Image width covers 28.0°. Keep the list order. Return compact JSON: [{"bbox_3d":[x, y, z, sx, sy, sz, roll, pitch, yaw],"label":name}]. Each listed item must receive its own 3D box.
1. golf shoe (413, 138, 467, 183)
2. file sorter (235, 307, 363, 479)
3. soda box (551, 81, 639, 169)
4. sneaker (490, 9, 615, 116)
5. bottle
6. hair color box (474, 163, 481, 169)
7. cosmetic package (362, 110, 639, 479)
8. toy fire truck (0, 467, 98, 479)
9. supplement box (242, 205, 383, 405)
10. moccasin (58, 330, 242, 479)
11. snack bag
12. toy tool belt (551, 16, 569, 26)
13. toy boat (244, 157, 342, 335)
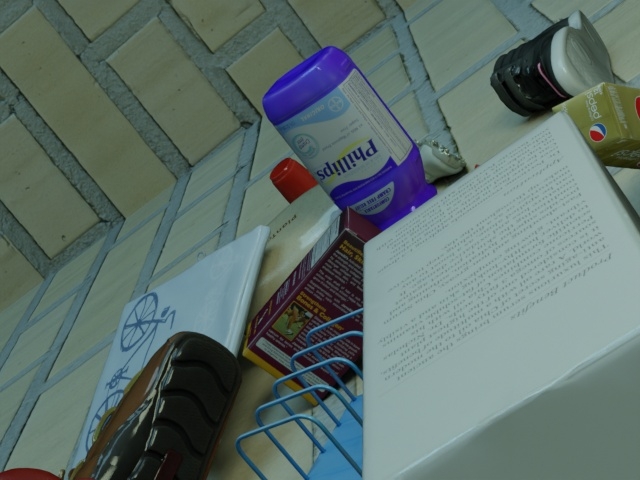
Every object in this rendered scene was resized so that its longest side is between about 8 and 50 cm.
[{"bbox_3d":[0.144,-0.093,1.778,0.086,0.069,0.176,-61,14,-5],"label":"golf shoe"},{"bbox_3d":[0.016,0.159,1.207,0.118,0.104,0.170,-25,19,40],"label":"file sorter"},{"bbox_3d":[0.300,-0.106,1.228,0.061,0.058,0.181,-27,-19,39],"label":"soda box"},{"bbox_3d":[0.293,-0.207,1.664,0.147,0.104,0.296,-34,9,22],"label":"sneaker"},{"bbox_3d":[0.056,-0.086,1.492,0.118,0.283,0.092,-28,18,32],"label":"bottle"},{"bbox_3d":[0.214,-0.046,1.397,0.141,0.072,0.043,-122,44,-76],"label":"hair color box"},{"bbox_3d":[0.167,0.077,0.977,0.230,0.161,0.453,-34,15,14],"label":"cosmetic package"},{"bbox_3d":[-0.209,0.342,1.030,0.302,0.254,0.169,-50,-25,-40],"label":"toy fire truck"},{"bbox_3d":[0.012,0.071,1.395,0.188,0.104,0.081,-50,12,17],"label":"supplement box"},{"bbox_3d":[-0.207,0.265,1.308,0.147,0.139,0.380,-37,29,51],"label":"moccasin"},{"bbox_3d":[-0.186,0.155,1.595,0.342,0.037,0.323,-30,36,43],"label":"snack bag"},{"bbox_3d":[0.365,-0.312,1.886,0.052,0.051,0.083,-30,17,29],"label":"toy tool belt"},{"bbox_3d":[0.000,0.000,1.699,0.267,0.148,0.318,-40,21,16],"label":"toy boat"}]
